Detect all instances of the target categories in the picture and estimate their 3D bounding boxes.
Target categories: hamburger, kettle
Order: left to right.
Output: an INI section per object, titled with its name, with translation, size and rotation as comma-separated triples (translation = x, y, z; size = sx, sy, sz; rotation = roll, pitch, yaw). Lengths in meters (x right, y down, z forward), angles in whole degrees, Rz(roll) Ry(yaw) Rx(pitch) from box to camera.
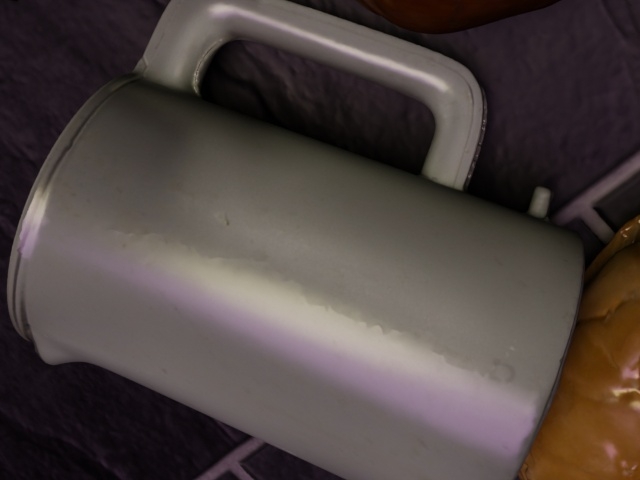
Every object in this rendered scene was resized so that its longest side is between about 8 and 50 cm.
[kettle]
translation = -0.005, 0.009, 0.558
size = 0.318, 0.205, 0.265
rotation = 21, 118, 7
[hamburger]
translation = 0.284, 0.119, 0.558
size = 0.318, 0.158, 0.318
rotation = 6, 115, 13

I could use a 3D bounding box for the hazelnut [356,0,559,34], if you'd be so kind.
[hazelnut]
translation = 0.097, -0.216, 0.444
size = 0.229, 0.229, 0.229
rotation = 5, 113, 11
